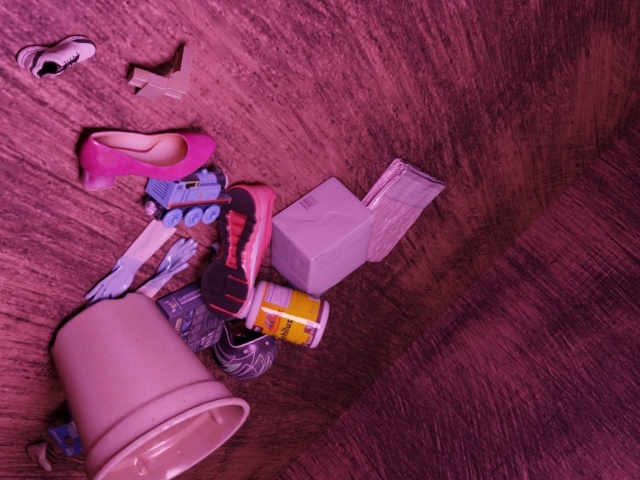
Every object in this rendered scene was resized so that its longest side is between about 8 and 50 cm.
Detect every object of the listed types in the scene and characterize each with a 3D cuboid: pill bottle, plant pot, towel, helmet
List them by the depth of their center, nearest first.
[{"bbox_3d":[-0.357,0.283,1.562,0.333,0.305,0.334,-30,158,-14],"label":"plant pot"},{"bbox_3d":[-0.095,0.164,1.863,0.117,0.214,0.117,-162,-90,-85],"label":"pill bottle"},{"bbox_3d":[-0.189,0.269,2.034,0.169,0.161,0.169,-36,156,-19],"label":"helmet"},{"bbox_3d":[0.186,-0.068,2.233,0.317,0.053,0.331,-50,156,14],"label":"towel"}]

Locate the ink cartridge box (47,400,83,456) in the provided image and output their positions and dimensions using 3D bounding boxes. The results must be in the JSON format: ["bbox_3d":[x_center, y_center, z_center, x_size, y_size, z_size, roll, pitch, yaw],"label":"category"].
[{"bbox_3d":[-0.455,0.383,1.855,0.311,0.065,0.186,-23,151,-15],"label":"ink cartridge box"}]

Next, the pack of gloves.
[{"bbox_3d":[-0.342,0.075,1.601,0.232,0.046,0.195,-47,158,5],"label":"pack of gloves"}]

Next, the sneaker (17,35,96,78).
[{"bbox_3d":[-0.341,-0.238,1.072,0.109,0.043,0.040,-29,151,-37],"label":"sneaker"}]

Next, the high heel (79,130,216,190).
[{"bbox_3d":[-0.267,-0.153,1.295,0.244,0.082,0.117,-14,155,-29],"label":"high heel"}]

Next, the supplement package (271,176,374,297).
[{"bbox_3d":[0.000,0.000,1.909,0.194,0.149,0.203,-35,155,-23],"label":"supplement package"}]

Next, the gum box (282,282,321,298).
[{"bbox_3d":[-0.071,0.163,2.209,0.184,0.041,0.157,-30,153,-33],"label":"gum box"}]

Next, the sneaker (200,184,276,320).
[{"bbox_3d":[-0.152,0.026,1.696,0.136,0.115,0.314,-26,137,-58],"label":"sneaker"}]

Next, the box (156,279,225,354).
[{"bbox_3d":[-0.298,0.188,1.848,0.183,0.059,0.233,-27,152,-36],"label":"box"}]

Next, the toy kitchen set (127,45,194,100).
[{"bbox_3d":[-0.246,-0.257,1.227,0.083,0.075,0.068,13,168,-27],"label":"toy kitchen set"}]

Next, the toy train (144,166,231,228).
[{"bbox_3d":[-0.237,-0.084,1.468,0.184,0.080,0.105,-10,133,-53],"label":"toy train"}]

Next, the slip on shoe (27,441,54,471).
[{"bbox_3d":[-0.630,0.488,1.834,0.041,0.052,0.135,3,154,-6],"label":"slip on shoe"}]

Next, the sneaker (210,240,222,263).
[{"bbox_3d":[-0.204,0.031,1.764,0.069,0.038,0.098,-31,154,-28],"label":"sneaker"}]
